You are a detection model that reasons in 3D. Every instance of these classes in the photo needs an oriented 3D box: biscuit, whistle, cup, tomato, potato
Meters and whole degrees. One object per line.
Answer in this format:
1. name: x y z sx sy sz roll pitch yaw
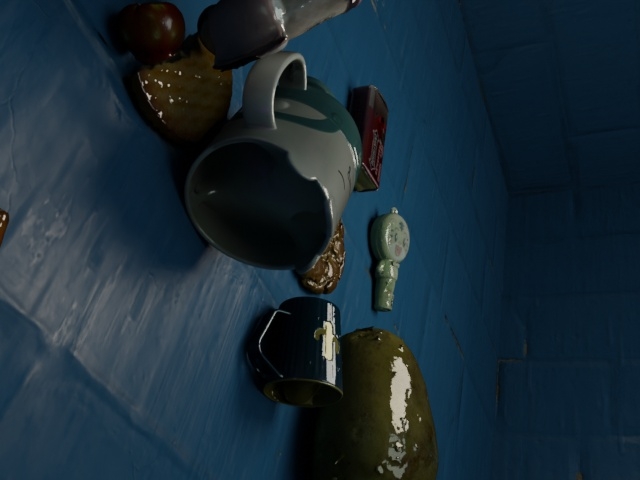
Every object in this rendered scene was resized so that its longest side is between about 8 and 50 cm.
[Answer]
1. biscuit: -0.194 -0.220 1.011 0.228 0.031 0.176 16 70 -63
2. whistle: 0.161 0.043 1.729 0.126 0.067 0.258 24 67 -49
3. cup: -0.058 -0.129 1.049 0.258 0.219 0.290 -65 156 -51
4. tomato: -0.213 -0.265 0.911 0.087 0.087 0.075 -43 129 -61
5. cup: -0.039 0.177 1.194 0.176 0.131 0.155 30 50 -32
6. potato: 0.106 0.348 1.350 0.270 0.219 0.359 44 43 -46
7. biscuit: 0.000 0.000 1.397 0.226 0.042 0.226 -4 90 -68

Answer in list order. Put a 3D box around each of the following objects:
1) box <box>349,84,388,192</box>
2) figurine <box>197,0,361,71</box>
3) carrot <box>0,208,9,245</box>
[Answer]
1. box: 0.103 -0.233 1.648 0.120 0.069 0.224 53 41 -51
2. figurine: -0.110 -0.411 0.900 0.211 0.253 0.361 -61 132 -70
3. carrot: -0.325 0.038 0.642 0.055 0.055 0.162 59 27 -45
